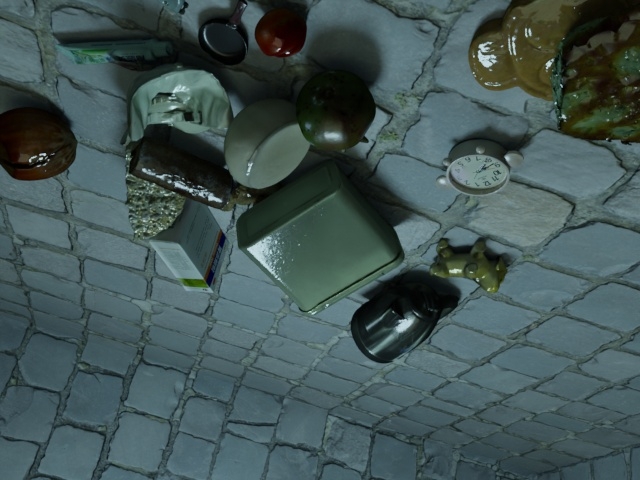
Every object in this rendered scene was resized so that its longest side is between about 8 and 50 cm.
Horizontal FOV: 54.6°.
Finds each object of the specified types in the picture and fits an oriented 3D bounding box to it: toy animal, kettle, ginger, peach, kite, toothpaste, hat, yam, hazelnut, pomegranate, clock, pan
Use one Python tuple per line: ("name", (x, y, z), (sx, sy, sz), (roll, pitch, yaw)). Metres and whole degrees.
("toy animal", (0.442, 0.082, 1.861), (0.233, 0.121, 0.169), (8, 159, 14))
("kettle", (0.313, 0.258, 2.116), (0.321, 0.228, 0.324), (0, 152, -31))
("ginger", (-0.209, -0.127, 1.820), (0.149, 0.065, 0.258), (29, 143, -29))
("peach", (-0.080, -0.427, 1.274), (0.100, 0.101, 0.101), (9, 148, 6))
("kite", (-0.423, -0.408, 1.441), (0.139, 0.011, 0.156), (-1, -178, -19))
("toothpaste", (-0.479, -0.440, 1.447), (0.296, 0.048, 0.075), (3, 160, 20))
("hat", (-0.374, -0.328, 1.503), (0.258, 0.168, 0.301), (-13, -171, -32))
("yam", (-0.375, -0.184, 1.687), (0.279, 0.131, 0.131), (22, 148, -31))
("hazelnut", (-0.787, -0.262, 1.713), (0.181, 0.181, 0.212), (26, 142, 20))
("pomegranate", (0.043, -0.277, 1.401), (0.181, 0.181, 0.224), (-1, 162, 21))
("clock", (0.385, -0.180, 1.519), (0.229, 0.063, 0.155), (-20, 132, 38))
("pan", (-0.193, -0.453, 1.320), (0.115, 0.040, 0.212), (24, 153, -16))

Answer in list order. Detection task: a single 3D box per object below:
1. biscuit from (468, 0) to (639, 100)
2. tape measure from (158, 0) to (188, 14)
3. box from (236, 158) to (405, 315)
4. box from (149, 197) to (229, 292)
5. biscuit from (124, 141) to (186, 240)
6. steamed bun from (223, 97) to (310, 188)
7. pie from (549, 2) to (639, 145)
("biscuit", (0.475, -0.374, 1.195), (0.376, 0.051, 0.269), (-8, 144, 29))
("tape measure", (-0.268, -0.567, 1.133), (0.164, 0.084, 0.330), (20, 149, -18))
("box", (0.000, 0.000, 1.736), (0.352, 0.177, 0.344), (-31, 130, 15))
("box", (-0.408, 0.007, 1.968), (0.106, 0.200, 0.299), (2, 146, 17))
("biscuit", (-0.469, -0.141, 1.770), (0.179, 0.084, 0.281), (-4, 111, -23))
("steamed bun", (-0.138, -0.244, 1.491), (0.145, 0.232, 0.232), (46, 154, 20))
("pie", (0.581, -0.304, 1.141), (0.288, 0.103, 0.355), (-10, 146, 15))
